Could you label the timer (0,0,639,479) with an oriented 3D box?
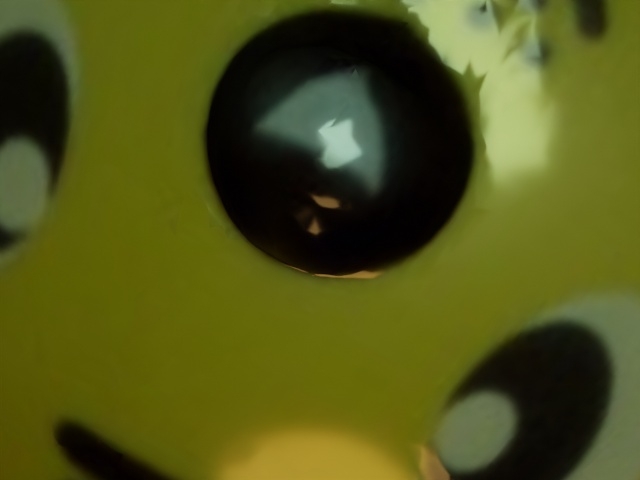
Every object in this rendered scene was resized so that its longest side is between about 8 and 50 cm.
[{"bbox_3d":[0.000,0.000,0.550,0.376,0.376,0.387,31,72,-3],"label":"timer"}]
